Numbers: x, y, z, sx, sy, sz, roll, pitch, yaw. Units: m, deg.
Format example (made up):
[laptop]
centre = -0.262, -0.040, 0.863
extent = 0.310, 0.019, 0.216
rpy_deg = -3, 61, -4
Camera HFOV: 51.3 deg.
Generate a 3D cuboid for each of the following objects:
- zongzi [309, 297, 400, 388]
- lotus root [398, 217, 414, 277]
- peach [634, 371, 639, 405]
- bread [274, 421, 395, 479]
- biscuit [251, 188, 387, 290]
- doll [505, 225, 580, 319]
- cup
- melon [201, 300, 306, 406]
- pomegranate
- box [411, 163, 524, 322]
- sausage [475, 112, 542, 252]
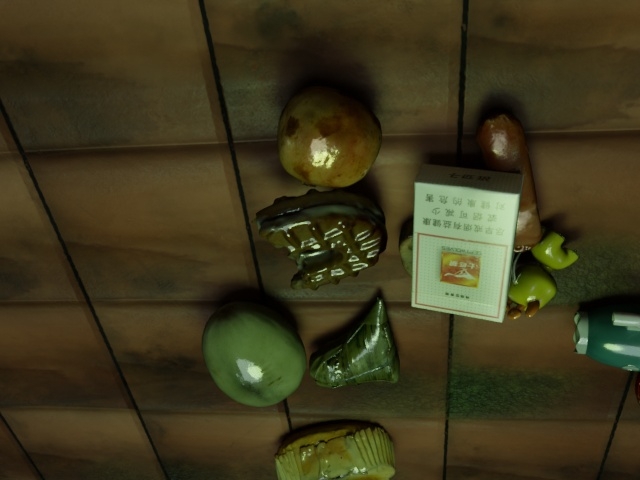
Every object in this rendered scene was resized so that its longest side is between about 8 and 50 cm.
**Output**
[zongzi]
centre = 0.073, 0.275, 1.788
extent = 0.251, 0.125, 0.274
rpy_deg = -11, 126, 7
[lotus root]
centre = 0.294, 0.045, 1.600
extent = 0.261, 0.074, 0.170
rpy_deg = 33, 127, -22
[peach]
centre = 0.950, 0.406, 1.796
extent = 0.196, 0.226, 0.190
rpy_deg = 42, 92, 14
[bread]
centre = 0.043, 0.699, 2.134
extent = 0.389, 0.183, 0.236
rpy_deg = -15, 143, 11
[biscuit]
centre = 0.019, -0.001, 1.494
extent = 0.269, 0.115, 0.366
rpy_deg = -16, 156, 8
[doll]
centre = 0.491, 0.087, 1.532
extent = 0.135, 0.143, 0.221
rpy_deg = 38, 91, -27
[cup]
centre = 0.725, 0.237, 1.658
extent = 0.173, 0.167, 0.299
rpy_deg = 3, 156, 15
[melon]
centre = -0.175, 0.301, 1.757
extent = 0.308, 0.271, 0.272
rpy_deg = 34, 126, -14
[pomegranate]
centre = 0.009, -0.197, 1.336
extent = 0.216, 0.215, 0.215
rpy_deg = 3, 130, 4
[box]
centre = 0.306, 0.009, 1.428
extent = 0.210, 0.095, 0.330
rpy_deg = 9, 124, 18
[sausage]
centre = 0.405, -0.121, 1.424
extent = 0.097, 0.094, 0.348
rpy_deg = -12, 125, 15
